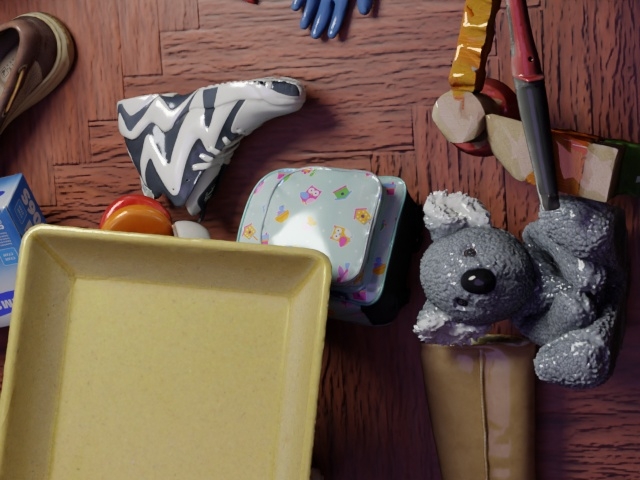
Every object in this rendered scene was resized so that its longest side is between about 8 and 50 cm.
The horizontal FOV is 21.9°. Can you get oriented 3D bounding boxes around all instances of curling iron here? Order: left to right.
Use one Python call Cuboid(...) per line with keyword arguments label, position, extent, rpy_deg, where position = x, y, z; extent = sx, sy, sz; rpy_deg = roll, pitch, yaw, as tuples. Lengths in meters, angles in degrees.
Cuboid(label="curling iron", position=(0.209, -0.164, 1.570), extent=(0.068, 0.035, 0.274), rpy_deg=(-2, 93, 16))

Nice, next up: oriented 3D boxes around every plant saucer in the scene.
Cuboid(label="plant saucer", position=(-0.163, 0.164, 1.731), extent=(0.332, 0.081, 0.333), rpy_deg=(5, 82, 7))

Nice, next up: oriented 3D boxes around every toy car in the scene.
Cuboid(label="toy car", position=(-0.203, 0.020, 1.887), extent=(0.159, 0.182, 0.136), rpy_deg=(-18, 65, -6))

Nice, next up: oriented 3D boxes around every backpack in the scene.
Cuboid(label="backpack", position=(0.000, 0.000, 1.821), extent=(0.188, 0.144, 0.166), rpy_deg=(5, 72, 27))

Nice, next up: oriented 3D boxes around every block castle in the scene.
Cuboid(label="block castle", position=(0.355, -0.184, 1.658), extent=(0.453, 0.213, 0.303), rpy_deg=(13, 97, 14))

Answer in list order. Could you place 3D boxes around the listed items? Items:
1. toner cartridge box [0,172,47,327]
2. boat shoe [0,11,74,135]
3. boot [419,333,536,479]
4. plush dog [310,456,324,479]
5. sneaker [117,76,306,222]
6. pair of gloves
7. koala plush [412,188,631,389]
Cuboid(label="toner cartridge box", position=(-0.489, 0.037, 1.979), extent=(0.348, 0.075, 0.165), rpy_deg=(-12, 124, 16))
Cuboid(label="boat shoe", position=(-0.438, -0.139, 1.959), extent=(0.342, 0.123, 0.123), rpy_deg=(-41, 84, 18))
Cuboid(label="boot", position=(0.227, 0.240, 1.814), extent=(0.236, 0.089, 0.269), rpy_deg=(-2, 95, 17))
Cuboid(label="plush dog", position=(-0.160, 0.270, 1.865), extent=(0.262, 0.225, 0.210), rpy_deg=(43, 109, 5))
Cuboid(label="sneaker", position=(-0.116, -0.100, 1.877), extent=(0.235, 0.094, 0.153), rpy_deg=(-7, 96, 19))
Cuboid(label="pair of gloves", position=(-0.022, -0.320, 1.857), extent=(0.198, 0.023, 0.159), rpy_deg=(25, 106, 14))
Cuboid(label="koala plush", position=(0.206, 0.042, 1.732), extent=(0.221, 0.203, 0.196), rpy_deg=(2, 97, 17))
